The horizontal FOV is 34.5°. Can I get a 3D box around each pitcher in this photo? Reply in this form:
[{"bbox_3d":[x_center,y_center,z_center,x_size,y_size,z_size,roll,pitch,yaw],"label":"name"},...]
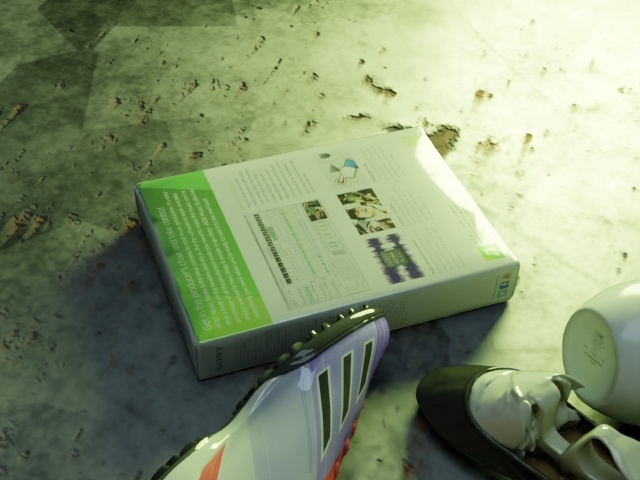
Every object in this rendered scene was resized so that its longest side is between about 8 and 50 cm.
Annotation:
[{"bbox_3d":[0.309,0.084,0.910,0.207,0.126,0.178,-2,21,-21],"label":"pitcher"}]

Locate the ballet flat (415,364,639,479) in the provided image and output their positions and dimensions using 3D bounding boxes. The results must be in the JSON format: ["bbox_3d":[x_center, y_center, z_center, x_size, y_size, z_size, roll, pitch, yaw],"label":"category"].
[{"bbox_3d":[0.199,0.161,0.822,0.280,0.096,0.095,32,51,28],"label":"ballet flat"}]

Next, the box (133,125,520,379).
[{"bbox_3d":[0.000,0.000,1.016,0.321,0.059,0.232,-12,45,-17],"label":"box"}]

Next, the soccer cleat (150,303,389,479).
[{"bbox_3d":[-0.028,0.171,0.812,0.116,0.109,0.318,43,50,8],"label":"soccer cleat"}]
